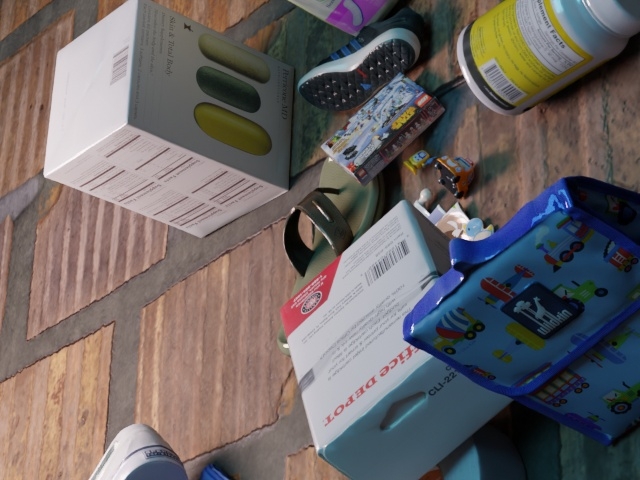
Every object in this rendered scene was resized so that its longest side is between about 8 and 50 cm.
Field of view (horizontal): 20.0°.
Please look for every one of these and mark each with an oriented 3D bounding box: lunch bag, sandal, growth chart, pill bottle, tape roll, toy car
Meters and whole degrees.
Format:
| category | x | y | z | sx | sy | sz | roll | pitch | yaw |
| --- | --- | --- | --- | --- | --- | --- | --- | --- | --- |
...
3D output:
| category | x | y | z | sx | sy | sz | roll | pitch | yaw |
| --- | --- | --- | --- | --- | --- | --- | --- | --- | --- |
| lunch bag | 0.232 | 0.047 | 1.687 | 0.221 | 0.293 | 0.138 | -42 | 41 | 34 |
| sandal | 0.001 | 0.001 | 2.191 | 0.120 | 0.086 | 0.303 | -30 | 35 | 45 |
| growth chart | 0.135 | 0.040 | 2.071 | 0.172 | 0.021 | 0.237 | -57 | 36 | 14 |
| pill bottle | 0.258 | -0.229 | 1.962 | 0.208 | 0.119 | 0.119 | -31 | 48 | 41 |
| tape roll | 0.117 | 0.287 | 1.911 | 0.219 | 0.072 | 0.219 | -31 | 48 | 41 |
| toy car | 0.138 | -0.093 | 2.112 | 0.040 | 0.060 | 0.122 | -38 | 40 | -12 |

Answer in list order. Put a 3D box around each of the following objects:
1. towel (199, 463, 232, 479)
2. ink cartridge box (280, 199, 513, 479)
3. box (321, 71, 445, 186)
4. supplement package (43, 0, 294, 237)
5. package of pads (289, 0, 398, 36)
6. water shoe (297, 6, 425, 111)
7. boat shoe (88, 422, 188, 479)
| category | x | y | z | sx | sy | sz | roll | pitch | yaw |
| --- | --- | --- | --- | --- | --- | --- | --- | --- | --- |
| towel | -0.152 | 0.461 | 2.215 | 0.243 | 0.040 | 0.336 | 29 | 96 | 57 |
| ink cartridge box | 0.079 | 0.114 | 1.915 | 0.197 | 0.114 | 0.273 | -42 | 28 | 15 |
| box | 0.075 | -0.135 | 2.202 | 0.137 | 0.027 | 0.094 | -43 | 35 | -2 |
| supplement package | -0.199 | -0.160 | 2.425 | 0.198 | 0.262 | 0.199 | -27 | 52 | 44 |
| package of pads | 0.000 | -0.404 | 2.256 | 0.229 | 0.296 | 0.101 | -49 | 30 | 27 |
| water shoe | 0.058 | -0.226 | 2.300 | 0.203 | 0.073 | 0.080 | -22 | 33 | 42 |
| boat shoe | -0.296 | 0.393 | 2.353 | 0.367 | 0.136 | 0.156 | -65 | 30 | 17 |
